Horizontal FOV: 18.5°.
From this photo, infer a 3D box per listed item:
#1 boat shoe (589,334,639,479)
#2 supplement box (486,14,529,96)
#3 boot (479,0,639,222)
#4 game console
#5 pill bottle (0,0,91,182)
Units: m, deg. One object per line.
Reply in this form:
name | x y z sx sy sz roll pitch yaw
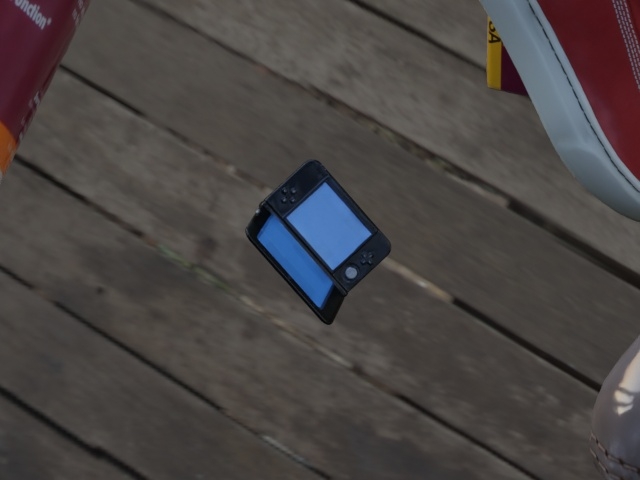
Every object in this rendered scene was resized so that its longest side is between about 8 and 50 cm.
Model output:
boat shoe | 0.182 -0.027 0.451 0.096 0.117 0.324 26 50 28
supplement box | 0.196 -0.118 1.065 0.188 0.104 0.081 15 122 28
boot | 0.177 -0.108 0.883 0.176 0.244 0.088 -14 42 28
game console | 0.000 0.000 1.850 0.107 0.071 0.122 -42 101 -7
pill bottle | -0.237 -0.232 1.287 0.224 0.224 0.392 18 74 20
